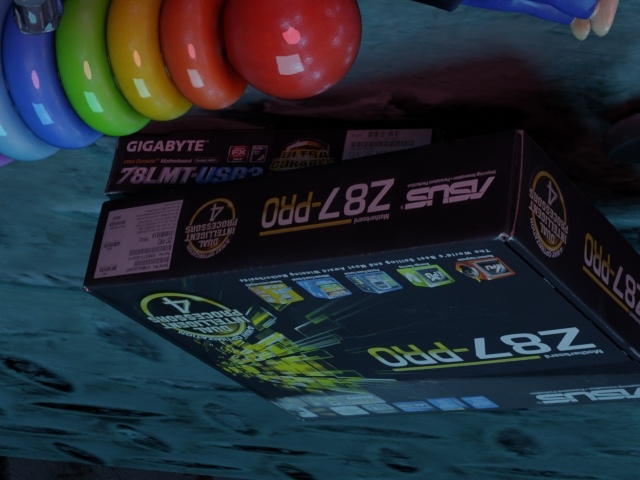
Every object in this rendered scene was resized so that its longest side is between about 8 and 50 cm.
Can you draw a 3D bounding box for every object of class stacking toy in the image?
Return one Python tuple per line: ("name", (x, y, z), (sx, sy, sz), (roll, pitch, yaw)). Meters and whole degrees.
("stacking toy", (-0.133, -0.124, 0.895), (0.330, 0.141, 0.141), (-6, 157, 22))

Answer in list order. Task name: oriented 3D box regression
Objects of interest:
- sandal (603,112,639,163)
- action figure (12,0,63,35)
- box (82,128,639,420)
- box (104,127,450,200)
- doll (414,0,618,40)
("sandal", (0.336, -0.052, 1.007), (0.254, 0.055, 0.097), (10, 161, -7))
("action figure", (-0.199, -0.188, 0.497), (0.178, 0.330, 0.341), (1, 130, 1))
("box", (0.056, 0.047, 1.112), (0.394, 0.097, 0.318), (-8, 152, 34))
("box", (0.000, 0.000, 1.232), (0.293, 0.073, 0.295), (3, 154, 22))
("doll", (0.076, -0.160, 0.808), (0.189, 0.046, 0.129), (13, -178, -9))
